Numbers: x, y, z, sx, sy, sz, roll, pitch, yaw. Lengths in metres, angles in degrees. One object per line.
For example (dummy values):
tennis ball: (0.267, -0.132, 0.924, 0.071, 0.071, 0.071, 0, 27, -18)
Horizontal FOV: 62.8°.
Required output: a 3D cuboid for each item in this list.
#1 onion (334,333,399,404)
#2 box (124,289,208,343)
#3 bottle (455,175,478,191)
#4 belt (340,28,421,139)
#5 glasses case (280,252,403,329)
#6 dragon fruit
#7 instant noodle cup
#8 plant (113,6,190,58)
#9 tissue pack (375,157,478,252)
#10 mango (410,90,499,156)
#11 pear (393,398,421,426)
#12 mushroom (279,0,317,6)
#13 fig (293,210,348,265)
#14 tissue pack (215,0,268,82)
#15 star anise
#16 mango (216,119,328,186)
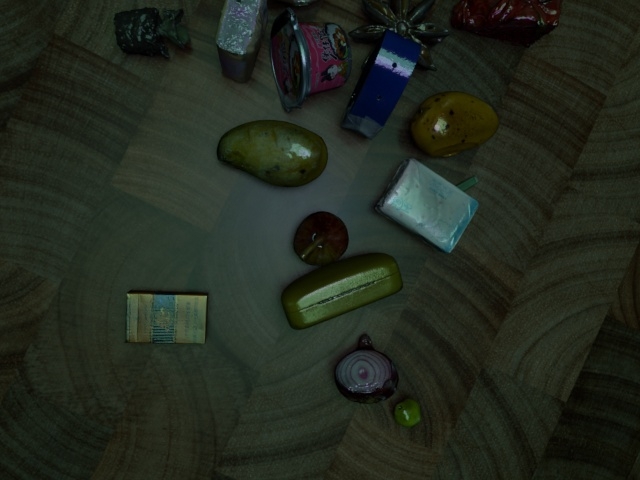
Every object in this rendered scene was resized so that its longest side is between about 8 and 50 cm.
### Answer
onion: (0.143, 0.401, 1.640, 0.195, 0.140, 0.218, -12, 49, 11)
box: (-0.462, 0.231, 1.582, 0.236, 0.070, 0.152, 2, 92, -6)
bottle: (0.476, -0.181, 1.715, 0.083, 0.030, 0.030, -30, 95, -7)
belt: (0.169, -0.440, 1.515, 0.117, 0.347, 0.213, 21, 63, -8)
glasses case: (0.059, 0.139, 1.595, 0.370, 0.173, 0.141, -20, 95, -9)
dragon fruit: (0.585, -0.707, 1.660, 0.329, 0.302, 0.241, -8, 125, 8)
instant noodle cup: (-0.021, -0.538, 1.548, 0.181, 0.303, 0.259, -16, 62, -21)
plant: (-0.487, -0.606, 1.524, 0.202, 0.131, 0.143, 3, 90, 2)
tissue pack: (0.336, -0.109, 1.654, 0.271, 0.124, 0.202, 32, 84, -6)
mango: (0.420, -0.371, 1.643, 0.289, 0.160, 0.191, -7, 84, -11)
pear: (0.279, 0.557, 1.684, 0.092, 0.092, 0.097, -40, 112, -5)
mushroom: (-0.071, -0.816, 1.553, 0.254, 0.184, 0.255, 3, 80, -16)
fig: (0.004, -0.005, 1.569, 0.174, 0.207, 0.175, 0, 85, -2)
tissue pack: (-0.222, -0.593, 1.497, 0.122, 0.256, 0.215, 15, 88, -5)
star anise: (0.245, -0.642, 1.632, 0.331, 0.117, 0.332, 0, 99, -2)
mango: (-0.141, -0.267, 1.574, 0.329, 0.176, 0.177, 17, 57, 12)
